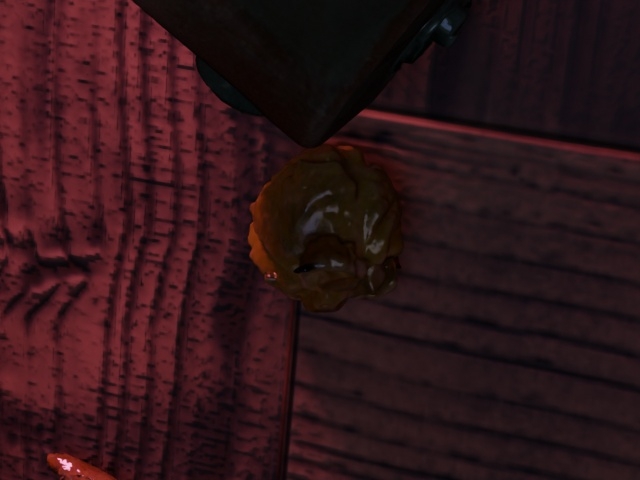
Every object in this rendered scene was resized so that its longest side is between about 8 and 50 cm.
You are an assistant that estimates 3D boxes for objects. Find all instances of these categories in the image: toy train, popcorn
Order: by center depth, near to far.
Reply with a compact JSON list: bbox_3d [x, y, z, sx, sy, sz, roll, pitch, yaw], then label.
[{"bbox_3d":[0.043,-0.170,0.700,0.129,0.159,0.326,43,116,3],"label":"toy train"},{"bbox_3d":[0.000,0.000,0.811,0.084,0.084,0.084,5,109,17],"label":"popcorn"}]

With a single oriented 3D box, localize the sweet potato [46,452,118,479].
[{"bbox_3d":[-0.062,0.187,0.900,0.226,0.068,0.068,36,114,5],"label":"sweet potato"}]
